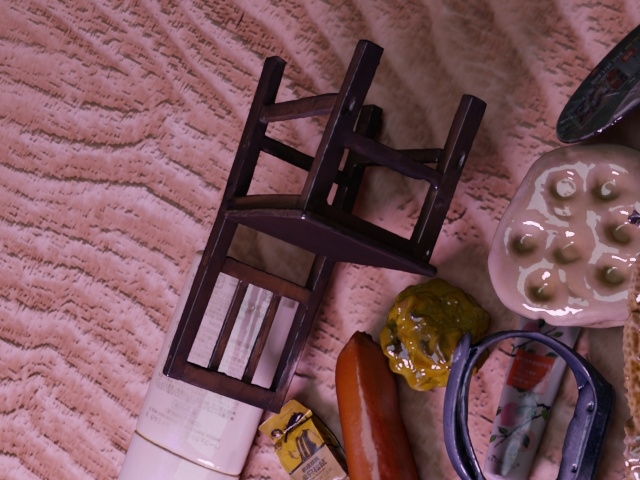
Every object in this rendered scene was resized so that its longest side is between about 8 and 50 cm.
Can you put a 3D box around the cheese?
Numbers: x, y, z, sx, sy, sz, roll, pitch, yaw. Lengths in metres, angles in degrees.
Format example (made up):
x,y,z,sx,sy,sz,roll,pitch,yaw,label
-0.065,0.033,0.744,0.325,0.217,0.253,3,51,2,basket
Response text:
x,y,z,sx,sy,sz,roll,pitch,yaw,label
0.309,0.004,1.497,0.235,0.117,0.218,-41,67,15,cheese

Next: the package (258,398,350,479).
x,y,z,sx,sy,sz,roll,pitch,yaw,label
-0.014,0.270,1.660,0.071,0.047,0.131,-45,63,17,package

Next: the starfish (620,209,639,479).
x,y,z,sx,sy,sz,roll,pitch,yaw,label
0.441,0.203,1.366,0.323,0.082,0.432,13,95,15,starfish

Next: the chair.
x,y,z,sx,sy,sz,roll,pitch,yaw,label
0.000,0.000,1.544,0.240,0.203,0.416,5,76,55,chair

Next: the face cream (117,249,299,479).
x,y,z,sx,sy,sz,roll,pitch,yaw,label
-0.148,0.199,1.721,0.173,0.081,0.349,19,91,28,face cream

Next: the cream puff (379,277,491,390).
x,y,z,sx,sy,sz,roll,pitch,yaw,label
0.130,0.115,1.574,0.146,0.116,0.146,-3,84,26,cream puff

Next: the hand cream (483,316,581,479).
x,y,z,sx,sy,sz,roll,pitch,yaw,label
0.244,0.193,1.544,0.080,0.050,0.234,13,82,32,hand cream

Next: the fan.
x,y,z,sx,sy,sz,roll,pitch,yaw,label
0.338,-0.167,1.460,0.012,0.294,0.223,41,132,-14,fan

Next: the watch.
x,y,z,sx,sy,sz,roll,pitch,yaw,label
0.227,0.207,1.481,0.193,0.068,0.206,19,82,-5,watch

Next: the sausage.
x,y,z,sx,sy,sz,roll,pitch,yaw,label
0.070,0.258,1.596,0.083,0.089,0.300,-21,72,30,sausage
